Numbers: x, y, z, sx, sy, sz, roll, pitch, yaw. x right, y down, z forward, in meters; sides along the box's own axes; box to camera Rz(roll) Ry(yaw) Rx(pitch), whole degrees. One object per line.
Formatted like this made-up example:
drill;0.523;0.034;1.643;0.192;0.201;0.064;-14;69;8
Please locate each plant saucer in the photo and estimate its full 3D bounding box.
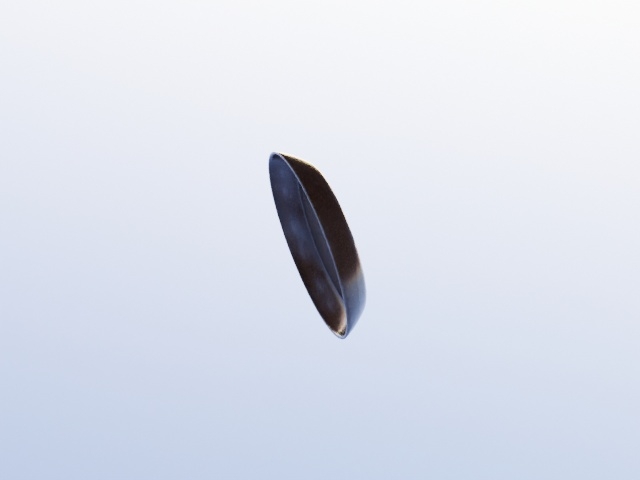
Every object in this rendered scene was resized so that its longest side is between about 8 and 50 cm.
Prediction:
plant saucer;0.000;0.000;1.124;0.029;0.168;0.168;-22;-147;-12
